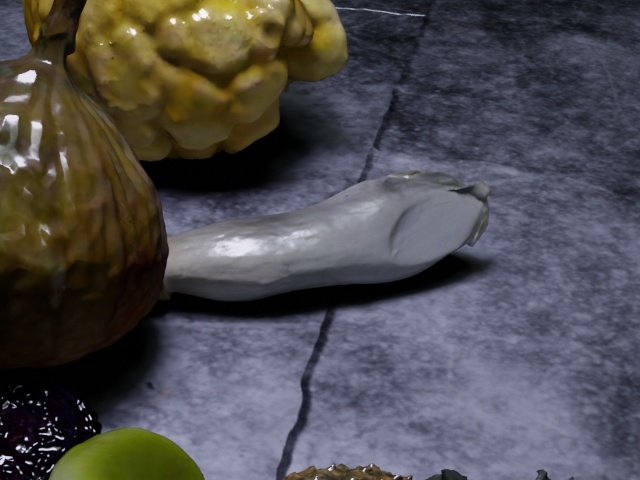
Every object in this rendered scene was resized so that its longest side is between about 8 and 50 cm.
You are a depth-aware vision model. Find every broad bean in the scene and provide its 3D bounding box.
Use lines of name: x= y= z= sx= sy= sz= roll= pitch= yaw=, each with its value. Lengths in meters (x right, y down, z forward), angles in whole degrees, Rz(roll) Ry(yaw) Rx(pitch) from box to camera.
broad bean: x=-0.139 y=0.202 z=0.875 sx=0.124 sy=0.082 sz=0.174 roll=36 pitch=19 yaw=-19

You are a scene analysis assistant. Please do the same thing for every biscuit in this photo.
biscuit: x=-0.259 y=0.170 z=0.958 sx=0.194 sy=0.053 sz=0.194 roll=1 pitch=31 yaw=-1

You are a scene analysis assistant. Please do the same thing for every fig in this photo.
fig: x=-0.260 y=-0.081 z=1.072 sx=0.286 sy=0.369 sz=0.286 roll=11 pitch=4 yaw=-1

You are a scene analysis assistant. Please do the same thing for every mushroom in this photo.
mushroom: x=0.000 y=0.001 z=1.226 sx=0.351 sy=0.097 sz=0.109 roll=-11 pitch=33 yaw=-18

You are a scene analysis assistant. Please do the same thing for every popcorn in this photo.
popcorn: x=-0.183 y=-0.270 z=1.429 sx=0.390 sy=0.344 sz=0.354 roll=6 pitch=45 yaw=29

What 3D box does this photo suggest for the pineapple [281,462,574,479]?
pineapple: x=0.084 y=0.213 z=0.878 sx=0.251 sy=0.125 sz=0.125 roll=1 pitch=29 yaw=-23
